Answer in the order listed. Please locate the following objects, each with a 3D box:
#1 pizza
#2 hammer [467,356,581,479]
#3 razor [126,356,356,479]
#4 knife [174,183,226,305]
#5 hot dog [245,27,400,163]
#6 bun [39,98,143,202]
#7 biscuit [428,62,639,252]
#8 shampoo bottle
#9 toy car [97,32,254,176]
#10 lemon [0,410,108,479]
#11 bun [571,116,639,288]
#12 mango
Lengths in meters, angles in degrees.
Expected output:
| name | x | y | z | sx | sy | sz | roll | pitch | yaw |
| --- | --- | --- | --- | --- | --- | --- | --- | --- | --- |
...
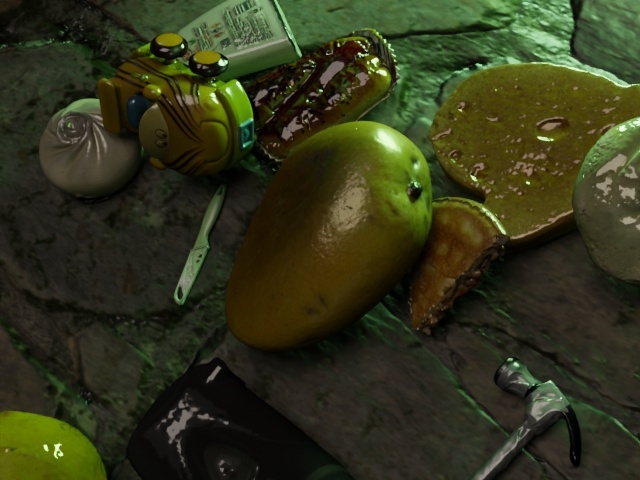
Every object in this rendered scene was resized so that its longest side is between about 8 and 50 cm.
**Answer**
| name | x | y | z | sx | sy | sz | roll | pitch | yaw |
| --- | --- | --- | --- | --- | --- | --- | --- | --- | --- |
| pizza | 0.171 | 0.034 | 1.582 | 0.201 | 0.053 | 0.193 | 36 | 102 | 57 |
| hammer | 0.151 | 0.338 | 1.456 | 0.427 | 0.044 | 0.152 | -44 | 58 | -3 |
| razor | -0.094 | 0.317 | 1.519 | 0.204 | 0.113 | 0.349 | -46 | 55 | -7 |
| knife | -0.179 | 0.004 | 1.778 | 0.030 | 0.014 | 0.207 | 11 | 70 | 27 |
| hot dog | -0.006 | -0.223 | 1.787 | 0.270 | 0.082 | 0.162 | -32 | 58 | 2 |
| bun | -0.376 | -0.157 | 1.879 | 0.173 | 0.120 | 0.173 | -9 | 60 | 15 |
| biscuit | 0.312 | -0.110 | 1.613 | 0.343 | 0.057 | 0.287 | 12 | 70 | 26 |
| shampoo bottle | -0.183 | -0.299 | 1.906 | 0.284 | 0.071 | 0.153 | -26 | 60 | 10 |
| toy car | -0.225 | -0.191 | 1.768 | 0.248 | 0.200 | 0.142 | 26 | 45 | 32 |
| lemon | -0.418 | 0.354 | 1.553 | 0.284 | 0.260 | 0.260 | 7 | 67 | 26 |
| bun | 0.433 | -0.045 | 1.442 | 0.239 | 0.141 | 0.239 | 0 | 87 | -5 |
| mango | 0.000 | 0.000 | 1.596 | 0.365 | 0.182 | 0.253 | -46 | 41 | 7 |
